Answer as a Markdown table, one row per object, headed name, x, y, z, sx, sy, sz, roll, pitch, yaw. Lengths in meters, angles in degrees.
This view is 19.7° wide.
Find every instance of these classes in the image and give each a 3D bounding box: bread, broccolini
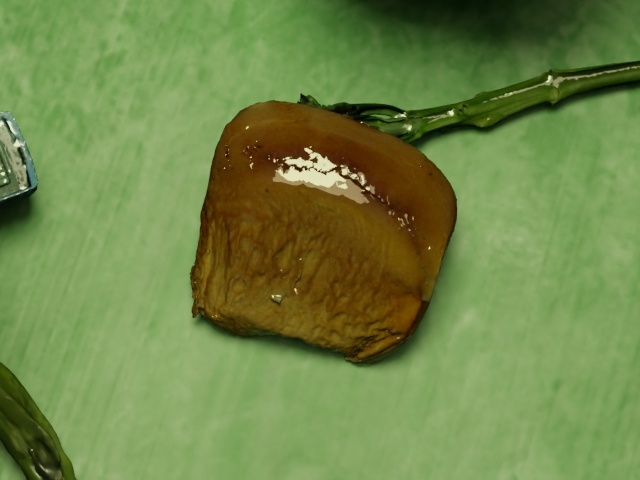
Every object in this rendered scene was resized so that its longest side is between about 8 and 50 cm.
| name | x | y | z | sx | sy | sz | roll | pitch | yaw |
| --- | --- | --- | --- | --- | --- | --- | --- | --- | --- |
| bread | 0.000 | 0.000 | 0.933 | 0.129 | 0.044 | 0.126 | 16 | 101 | -2 |
| broccolini | 0.080 | -0.065 | 0.981 | 0.218 | 0.044 | 0.042 | -9 | 58 | -8 |

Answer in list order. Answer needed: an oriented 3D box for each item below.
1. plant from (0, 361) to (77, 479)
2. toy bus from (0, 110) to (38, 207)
| name | x | y | z | sx | sy | sz | roll | pitch | yaw |
| --- | --- | --- | --- | --- | --- | --- | --- | --- | --- |
| plant | -0.227 | 0.037 | 0.862 | 0.180 | 0.333 | 0.251 | -19 | 41 | -2 |
| toy bus | -0.221 | -0.019 | 0.945 | 0.153 | 0.061 | 0.051 | -22 | 92 | -5 |
